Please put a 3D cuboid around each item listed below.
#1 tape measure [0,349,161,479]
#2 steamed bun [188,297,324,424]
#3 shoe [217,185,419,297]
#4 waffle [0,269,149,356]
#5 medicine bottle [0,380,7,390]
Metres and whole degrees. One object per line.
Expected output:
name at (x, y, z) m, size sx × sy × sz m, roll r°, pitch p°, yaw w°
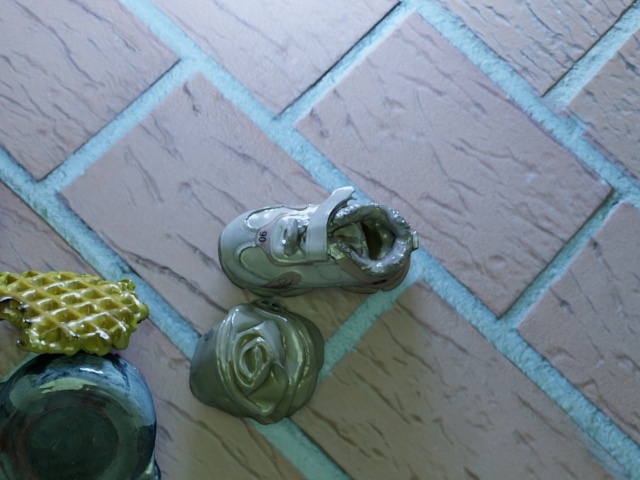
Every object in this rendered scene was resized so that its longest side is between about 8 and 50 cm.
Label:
tape measure at (-0.391, 0.306, 1.306) m, size 0.257 × 0.147 × 0.274 m, roll -10°, pitch 106°, yaw -10°
steamed bun at (-0.103, 0.198, 1.388) m, size 0.218 × 0.144 × 0.211 m, roll 23°, pitch 75°, yaw -2°
shoe at (-0.001, -0.003, 1.419) m, size 0.351 × 0.198 × 0.171 m, roll -1°, pitch 76°, yaw -8°
waffle at (-0.422, 0.112, 1.333) m, size 0.291 × 0.291 × 0.051 m, roll 11°, pitch 110°, yaw -4°
medicine bottle at (-0.458, 0.232, 1.385) m, size 0.199 × 0.057 × 0.057 m, roll -10°, pitch 78°, yaw -9°
